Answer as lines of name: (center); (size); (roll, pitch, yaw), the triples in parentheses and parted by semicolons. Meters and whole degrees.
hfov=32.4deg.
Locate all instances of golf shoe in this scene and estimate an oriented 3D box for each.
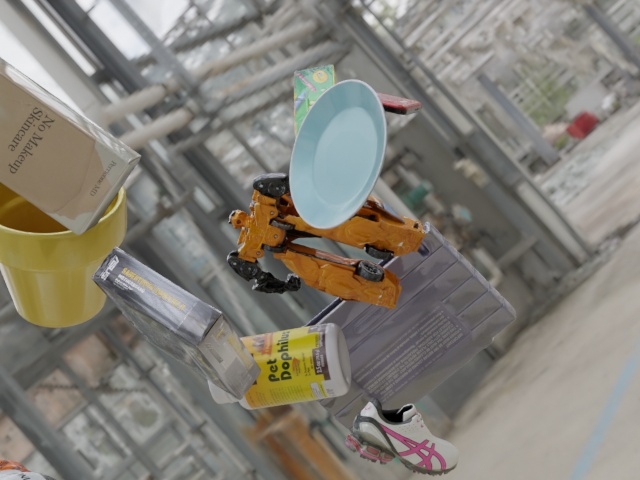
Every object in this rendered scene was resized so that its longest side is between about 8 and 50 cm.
golf shoe: (0.128, 0.274, 1.535); (0.067, 0.186, 0.086); (38, 106, 57)

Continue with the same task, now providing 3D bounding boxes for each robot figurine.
robot figurine: (0.000, 0.000, 1.698); (0.085, 0.291, 0.211); (-92, 21, -65)

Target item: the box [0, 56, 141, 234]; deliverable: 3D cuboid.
box: (-0.447, -0.157, 1.692); (0.148, 0.311, 0.121); (-56, 4, 7)

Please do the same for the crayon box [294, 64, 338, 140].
crayon box: (0.007, -0.179, 2.033); (0.081, 0.165, 0.278); (-10, 40, 6)

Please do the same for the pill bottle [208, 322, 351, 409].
pill bottle: (-0.066, 0.203, 1.751); (0.215, 0.117, 0.117); (-11, 4, 11)

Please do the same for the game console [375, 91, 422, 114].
game console: (0.060, -0.155, 1.479); (0.144, 0.124, 0.085); (-34, -43, -73)

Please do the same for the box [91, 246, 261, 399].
box: (-0.189, 0.116, 1.484); (0.056, 0.183, 0.231); (-55, -23, -15)

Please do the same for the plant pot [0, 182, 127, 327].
plant pot: (-0.466, 0.014, 1.940); (0.254, 0.254, 0.239); (-40, -35, -45)

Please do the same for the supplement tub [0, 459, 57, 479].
supplement tub: (-0.386, 0.464, 1.532); (0.207, 0.338, 0.207); (-29, -44, -33)

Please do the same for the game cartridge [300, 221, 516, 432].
game cartridge: (0.126, 0.160, 1.855); (0.355, 0.230, 0.068); (-41, 19, 17)

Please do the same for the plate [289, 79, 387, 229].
plate: (0.026, -0.104, 1.351); (0.024, 0.188, 0.188); (14, -42, -36)
